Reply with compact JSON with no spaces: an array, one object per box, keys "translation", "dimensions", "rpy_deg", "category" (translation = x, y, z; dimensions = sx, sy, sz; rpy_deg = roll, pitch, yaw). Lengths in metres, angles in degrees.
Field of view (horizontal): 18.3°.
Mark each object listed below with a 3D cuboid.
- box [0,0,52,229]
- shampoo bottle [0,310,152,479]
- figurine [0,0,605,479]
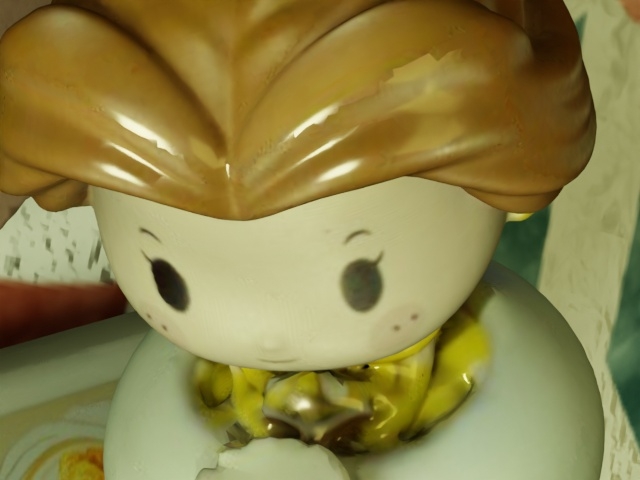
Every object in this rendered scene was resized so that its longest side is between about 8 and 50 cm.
[{"translation":[-0.111,-0.113,0.477],"dimensions":[0.215,0.086,0.215],"rpy_deg":[-53,144,-25],"category":"box"},{"translation":[-0.095,0.076,0.576],"dimensions":[0.227,0.056,0.086],"rpy_deg":[-14,109,-42],"category":"shampoo bottle"},{"translation":[0.000,0.000,0.502],"dimensions":[0.189,0.142,0.263],"rpy_deg":[-80,165,-51],"category":"figurine"}]
